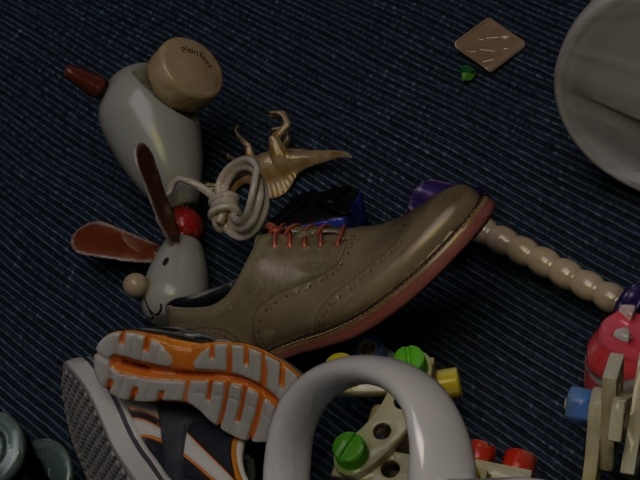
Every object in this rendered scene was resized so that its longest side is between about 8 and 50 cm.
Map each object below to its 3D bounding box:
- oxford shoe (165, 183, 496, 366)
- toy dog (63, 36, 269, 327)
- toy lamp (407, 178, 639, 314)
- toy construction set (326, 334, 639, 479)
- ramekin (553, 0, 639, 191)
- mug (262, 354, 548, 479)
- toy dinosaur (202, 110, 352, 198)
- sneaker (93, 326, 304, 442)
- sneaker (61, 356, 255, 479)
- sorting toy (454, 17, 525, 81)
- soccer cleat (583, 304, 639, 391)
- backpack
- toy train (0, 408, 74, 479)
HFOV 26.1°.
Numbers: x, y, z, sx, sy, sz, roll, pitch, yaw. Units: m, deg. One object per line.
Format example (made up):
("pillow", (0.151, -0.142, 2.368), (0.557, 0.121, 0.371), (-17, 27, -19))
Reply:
("oxford shoe", (-0.001, 0.030, 1.294), (0.348, 0.130, 0.123), (-33, 4, 18))
("toy dog", (-0.197, -0.079, 1.477), (0.220, 0.161, 0.334), (-58, 36, 30))
("toy lamp", (0.201, 0.014, 1.340), (0.274, 0.080, 0.080), (30, 69, 35))
("toy construction set", (0.145, 0.184, 1.203), (0.327, 0.151, 0.215), (-1, 54, 32))
("ramekin", (0.365, -0.172, 1.308), (0.272, 0.273, 0.127), (3, 44, 22))
("mug", (0.042, 0.272, 1.027), (0.328, 0.276, 0.374), (-16, 76, 52))
("toy dinosaur", (-0.045, -0.092, 1.534), (0.183, 0.053, 0.093), (-15, 67, 18))
("sneaker", (-0.095, 0.121, 1.260), (0.214, 0.083, 0.084), (16, 99, 14))
("sneaker", (-0.142, 0.209, 1.294), (0.127, 0.126, 0.321), (-13, 34, -26))
("sorting toy", (0.181, -0.211, 1.553), (0.083, 0.012, 0.062), (-37, 57, -13))
("soccer cleat", (0.352, 0.134, 1.206), (0.248, 0.095, 0.083), (19, 40, 10))
("backpack", (0.000, 0.000, 1.411), (0.097, 0.101, 0.120), (-6, 21, 12))
("toy train", (-0.288, 0.306, 1.252), (0.190, 0.142, 0.334), (-37, 61, 1))
